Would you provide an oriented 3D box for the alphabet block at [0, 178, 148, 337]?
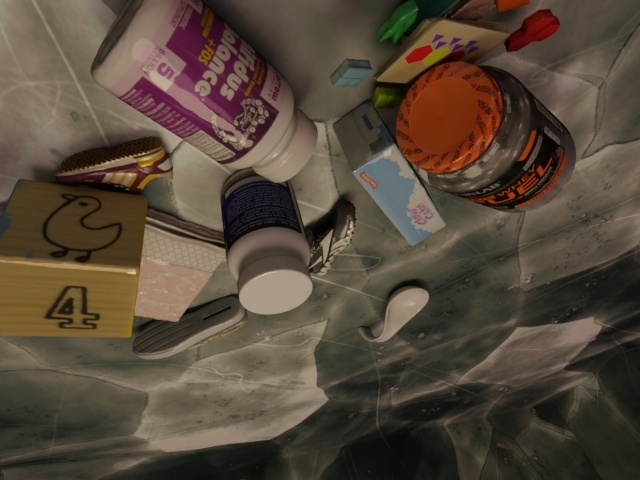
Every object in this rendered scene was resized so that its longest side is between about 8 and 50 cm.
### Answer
[{"bbox_3d":[-0.411,0.037,0.687,0.197,0.192,0.193,6,133,-24],"label":"alphabet block"}]

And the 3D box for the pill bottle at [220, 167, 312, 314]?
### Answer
[{"bbox_3d":[-0.102,-0.004,0.761,0.153,0.264,0.153,-10,137,-9],"label":"pill bottle"}]

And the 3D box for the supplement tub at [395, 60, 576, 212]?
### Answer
[{"bbox_3d":[0.297,-0.170,0.721,0.338,0.207,0.207,7,134,-43],"label":"supplement tub"}]

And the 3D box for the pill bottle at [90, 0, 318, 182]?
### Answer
[{"bbox_3d":[-0.146,-0.211,0.596,0.169,0.169,0.302,-39,135,22],"label":"pill bottle"}]

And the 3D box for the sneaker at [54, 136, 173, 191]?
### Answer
[{"bbox_3d":[-0.352,-0.115,0.703,0.186,0.069,0.083,-13,133,-4],"label":"sneaker"}]

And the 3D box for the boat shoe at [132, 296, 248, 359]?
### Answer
[{"bbox_3d":[-0.334,0.245,1.070,0.303,0.109,0.094,-19,140,-3],"label":"boat shoe"}]

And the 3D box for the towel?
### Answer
[{"bbox_3d":[-0.405,0.058,0.884,0.332,0.053,0.317,22,125,-35],"label":"towel"}]

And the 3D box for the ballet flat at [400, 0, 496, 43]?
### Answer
[{"bbox_3d":[0.260,-0.398,0.608,0.316,0.107,0.106,-30,157,21],"label":"ballet flat"}]

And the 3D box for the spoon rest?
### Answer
[{"bbox_3d":[0.229,0.237,1.273,0.137,0.084,0.276,15,130,-32],"label":"spoon rest"}]

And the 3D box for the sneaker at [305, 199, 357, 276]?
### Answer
[{"bbox_3d":[0.000,0.000,0.942,0.106,0.078,0.234,5,136,-27],"label":"sneaker"}]

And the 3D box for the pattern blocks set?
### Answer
[{"bbox_3d":[0.187,-0.289,0.625,0.325,0.026,0.285,-11,171,-43],"label":"pattern blocks set"}]

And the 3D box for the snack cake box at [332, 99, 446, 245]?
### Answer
[{"bbox_3d":[0.141,-0.125,0.801,0.089,0.152,0.264,-32,137,16],"label":"snack cake box"}]
